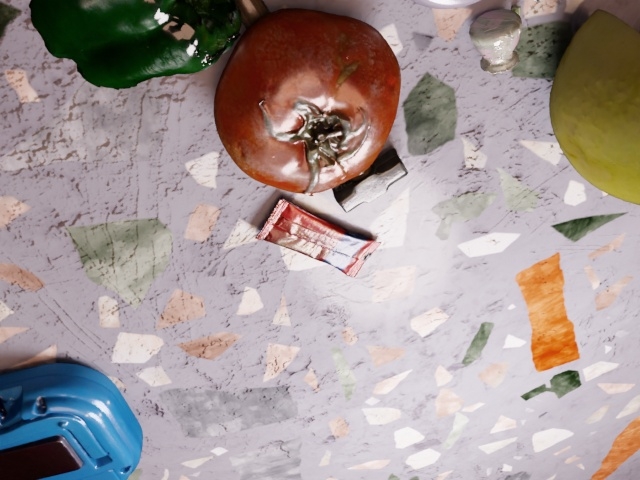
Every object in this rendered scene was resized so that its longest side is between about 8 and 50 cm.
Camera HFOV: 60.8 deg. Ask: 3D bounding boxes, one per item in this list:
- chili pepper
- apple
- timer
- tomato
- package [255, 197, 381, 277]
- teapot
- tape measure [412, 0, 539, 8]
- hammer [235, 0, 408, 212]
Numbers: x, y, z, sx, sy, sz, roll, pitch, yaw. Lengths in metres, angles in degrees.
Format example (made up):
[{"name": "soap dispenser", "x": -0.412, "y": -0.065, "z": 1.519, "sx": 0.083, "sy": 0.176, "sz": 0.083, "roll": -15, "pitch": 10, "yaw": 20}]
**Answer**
[{"name": "chili pepper", "x": -0.150, "y": -0.251, "z": 0.527, "sx": 0.261, "sy": 0.165, "sz": 0.174, "roll": -14, "pitch": 122, "yaw": 28}, {"name": "apple", "x": 0.451, "y": -0.182, "z": 0.688, "sx": 0.292, "sy": 0.254, "sz": 0.292, "roll": -8, "pitch": 134, "yaw": -8}, {"name": "timer", "x": -0.512, "y": 0.365, "z": 0.977, "sx": 0.340, "sy": 0.115, "sz": 0.309, "roll": -13, "pitch": 127, "yaw": -3}, {"name": "tomato", "x": -0.009, "y": -0.154, "z": 0.655, "sx": 0.236, "sy": 0.095, "sz": 0.237, "roll": -6, "pitch": 126, "yaw": -8}, {"name": "package", "x": 0.000, "y": 0.000, "z": 0.869, "sx": 0.200, "sy": 0.022, "sz": 0.083, "roll": 23, "pitch": 120, "yaw": -29}, {"name": "teapot", "x": 0.233, "y": -0.260, "z": 0.703, "sx": 0.083, "sy": 0.064, "sz": 0.064, "roll": -47, "pitch": 139, "yaw": -16}, {"name": "tape measure", "x": 0.152, "y": -0.341, "z": 0.584, "sx": 0.196, "sy": 0.105, "sz": 0.178, "roll": -8, "pitch": 130, "yaw": -9}, {"name": "hammer", "x": -0.010, "y": -0.186, "z": 0.709, "sx": 0.111, "sy": 0.043, "sz": 0.365, "roll": -31, "pitch": 127, "yaw": 12}]
